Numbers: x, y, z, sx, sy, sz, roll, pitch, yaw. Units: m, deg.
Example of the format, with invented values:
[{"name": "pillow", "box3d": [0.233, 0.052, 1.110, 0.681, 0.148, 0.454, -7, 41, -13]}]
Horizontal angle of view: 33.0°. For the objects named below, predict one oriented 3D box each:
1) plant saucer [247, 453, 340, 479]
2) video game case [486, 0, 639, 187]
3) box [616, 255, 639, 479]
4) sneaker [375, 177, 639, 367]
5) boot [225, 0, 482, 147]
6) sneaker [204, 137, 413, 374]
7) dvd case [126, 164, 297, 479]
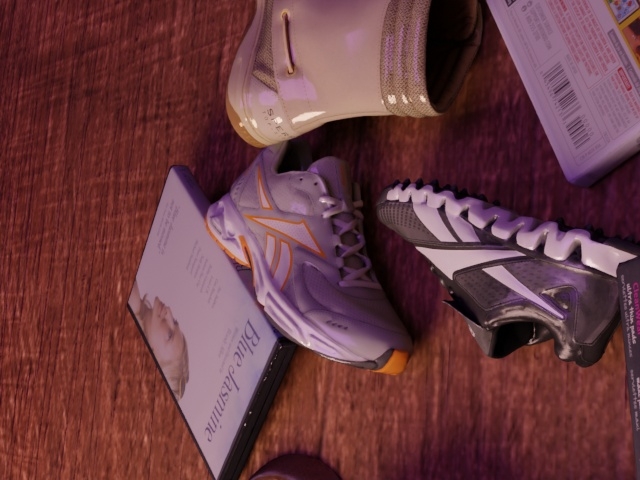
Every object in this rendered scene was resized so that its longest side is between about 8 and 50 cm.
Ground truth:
[{"name": "plant saucer", "box3d": [-0.033, 0.261, 0.890, 0.168, 0.029, 0.169, -14, 70, 44]}, {"name": "video game case", "box3d": [0.212, -0.183, 0.736, 0.206, 0.026, 0.227, -40, 52, 34]}, {"name": "box", "box3d": [0.270, 0.050, 0.445, 0.270, 0.165, 0.143, 141, 130, -65]}, {"name": "sneaker", "box3d": [0.114, 0.023, 0.751, 0.234, 0.078, 0.106, 21, 93, 46]}, {"name": "boot", "box3d": [0.038, -0.206, 0.884, 0.203, 0.095, 0.262, -4, 62, 38]}, {"name": "sneaker", "box3d": [0.000, 0.000, 0.874, 0.121, 0.099, 0.262, -57, 46, 15]}, {"name": "dvd case", "box3d": [-0.110, 0.075, 0.997, 0.253, 0.022, 0.180, 54, 133, 40]}]
